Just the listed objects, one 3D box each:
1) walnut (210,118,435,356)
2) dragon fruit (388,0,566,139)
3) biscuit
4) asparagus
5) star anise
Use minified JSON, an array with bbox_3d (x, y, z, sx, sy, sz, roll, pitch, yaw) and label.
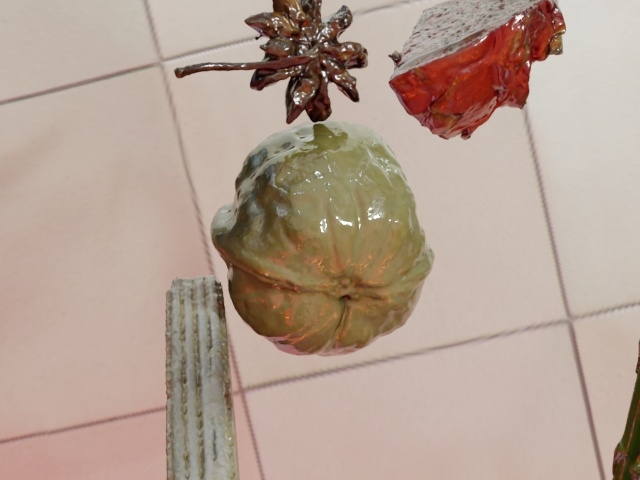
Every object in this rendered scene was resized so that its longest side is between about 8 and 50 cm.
[{"bbox_3d":[0.000,0.002,1.432,0.253,0.277,0.282,-19,112,-2],"label":"walnut"},{"bbox_3d":[0.113,-0.116,0.769,0.106,0.162,0.083,-19,106,21],"label":"dragon fruit"},{"bbox_3d":[-0.134,0.208,1.321,0.078,0.426,0.144,-5,124,-6],"label":"biscuit"},{"bbox_3d":[0.151,0.083,0.554,0.023,0.022,0.233,-2,118,-21],"label":"asparagus"},{"bbox_3d":[-0.035,-0.200,1.358,0.234,0.073,0.177,-46,105,-20],"label":"star anise"}]
